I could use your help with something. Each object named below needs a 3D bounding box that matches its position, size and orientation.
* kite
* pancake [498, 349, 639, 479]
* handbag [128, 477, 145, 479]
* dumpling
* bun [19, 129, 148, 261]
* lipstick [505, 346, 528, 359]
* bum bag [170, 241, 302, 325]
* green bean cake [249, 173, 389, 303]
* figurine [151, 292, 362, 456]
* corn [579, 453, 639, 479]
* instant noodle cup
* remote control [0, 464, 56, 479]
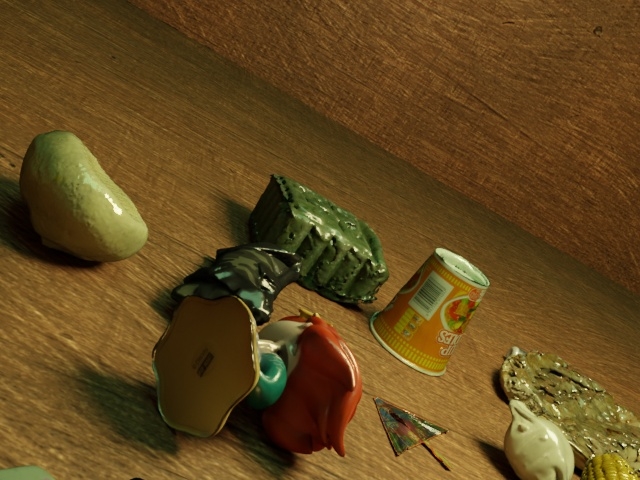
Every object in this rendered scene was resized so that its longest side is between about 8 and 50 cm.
[{"bbox_3d":[0.138,0.283,1.336,0.159,0.010,0.190,40,19,23],"label":"kite"},{"bbox_3d":[0.497,0.340,1.710,0.382,0.071,0.382,27,20,-11],"label":"pancake"},{"bbox_3d":[-0.076,0.318,0.664,0.244,0.088,0.275,40,16,-17],"label":"handbag"},{"bbox_3d":[0.349,0.336,1.419,0.169,0.100,0.134,45,6,30],"label":"dumpling"},{"bbox_3d":[-0.338,-0.048,1.239,0.222,0.127,0.222,50,-7,8],"label":"bun"},{"bbox_3d":[0.453,0.268,1.887,0.141,0.040,0.040,29,17,-9],"label":"lipstick"},{"bbox_3d":[-0.119,0.064,1.347,0.144,0.095,0.340,7,13,6],"label":"bum bag"},{"bbox_3d":[0.000,0.000,1.690,0.255,0.132,0.241,27,14,-16],"label":"green bean cake"},{"bbox_3d":[-0.052,0.164,1.087,0.208,0.181,0.257,-5,-10,36],"label":"figurine"},{"bbox_3d":[0.445,0.419,1.342,0.115,0.115,0.318,33,15,3],"label":"corn"},{"bbox_3d":[0.203,0.118,1.609,0.168,0.185,0.168,30,17,-10],"label":"instant noodle cup"},{"bbox_3d":[-0.302,0.234,0.617,0.145,0.050,0.344,43,20,30],"label":"remote control"}]
